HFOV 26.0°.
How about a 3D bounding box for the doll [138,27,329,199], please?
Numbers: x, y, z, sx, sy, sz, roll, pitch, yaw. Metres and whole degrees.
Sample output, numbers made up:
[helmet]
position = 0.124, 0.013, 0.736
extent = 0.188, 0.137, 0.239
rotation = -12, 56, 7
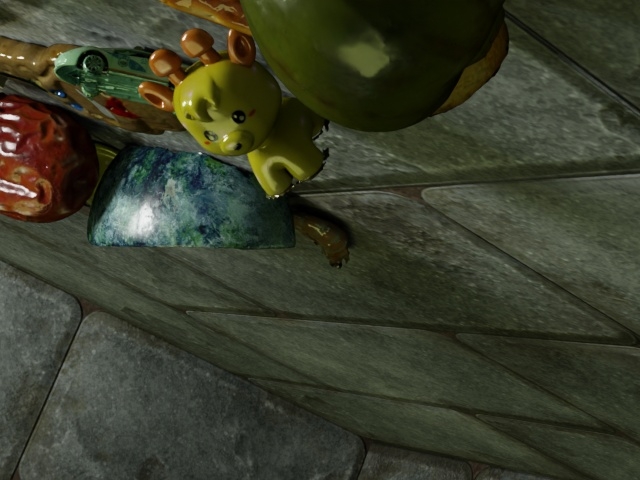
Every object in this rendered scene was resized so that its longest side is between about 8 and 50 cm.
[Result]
[doll]
position = -0.085, -0.145, 1.478
extent = 0.143, 0.135, 0.221
rotation = -27, 132, 29

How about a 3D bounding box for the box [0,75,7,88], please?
[box]
position = -0.464, -0.236, 1.847
extent = 0.083, 0.035, 0.079
rotation = 8, 160, 47

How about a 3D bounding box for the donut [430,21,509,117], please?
[donut]
position = 0.074, -0.167, 1.078
extent = 0.152, 0.152, 0.058
rotation = 18, 152, 16

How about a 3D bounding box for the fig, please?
[fig]
position = 0.021, -0.190, 0.939
extent = 0.225, 0.203, 0.203
rotation = 35, 166, 3

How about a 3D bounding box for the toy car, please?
[toy car]
position = -0.210, -0.191, 1.586
extent = 0.186, 0.058, 0.093
rotation = 11, 167, -7

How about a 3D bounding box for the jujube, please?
[jujube]
position = -0.432, -0.118, 1.964
extent = 0.250, 0.174, 0.174
rotation = 22, 168, 30

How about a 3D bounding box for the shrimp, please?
[shrimp]
position = 0.000, 0.000, 2.020
extent = 0.099, 0.041, 0.180
rotation = 18, 166, 20

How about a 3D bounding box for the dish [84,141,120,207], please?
[dish]
position = -0.310, -0.078, 2.121
extent = 0.148, 0.080, 0.207
rotation = 8, 162, 44

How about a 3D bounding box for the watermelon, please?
[watermelon]
position = -0.177, -0.057, 1.973
extent = 0.318, 0.148, 0.226
rotation = 3, 179, 17

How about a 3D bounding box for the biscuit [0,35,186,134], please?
[biscuit]
position = -0.293, -0.193, 1.739
extent = 0.319, 0.047, 0.183
rotation = 21, 163, 11

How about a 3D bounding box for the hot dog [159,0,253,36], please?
[hot dog]
position = -0.054, -0.223, 1.198
extent = 0.269, 0.072, 0.115
rotation = 22, 167, 8
